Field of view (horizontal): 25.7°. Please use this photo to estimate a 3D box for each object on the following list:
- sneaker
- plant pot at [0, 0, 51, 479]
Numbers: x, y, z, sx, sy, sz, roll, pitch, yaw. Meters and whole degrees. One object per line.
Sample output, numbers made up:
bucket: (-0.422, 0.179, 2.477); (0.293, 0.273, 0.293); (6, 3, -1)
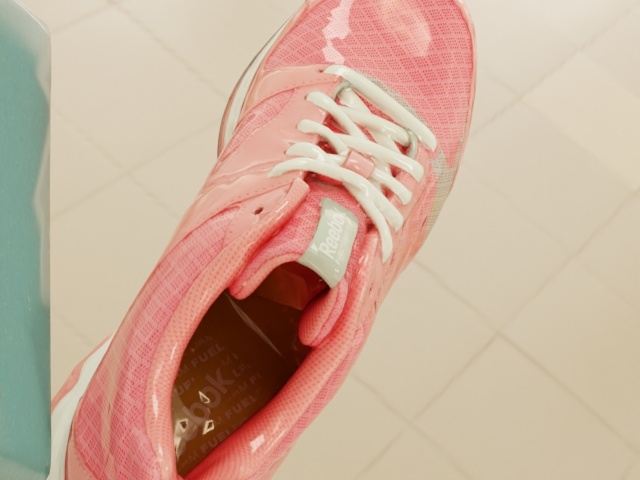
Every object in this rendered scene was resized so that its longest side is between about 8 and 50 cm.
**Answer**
sneaker: (0.000, 0.001, 0.582); (0.116, 0.136, 0.314); (33, 69, -11)
plant pot: (-0.187, -0.018, 0.372); (0.165, 0.234, 0.165); (-4, 77, 6)
